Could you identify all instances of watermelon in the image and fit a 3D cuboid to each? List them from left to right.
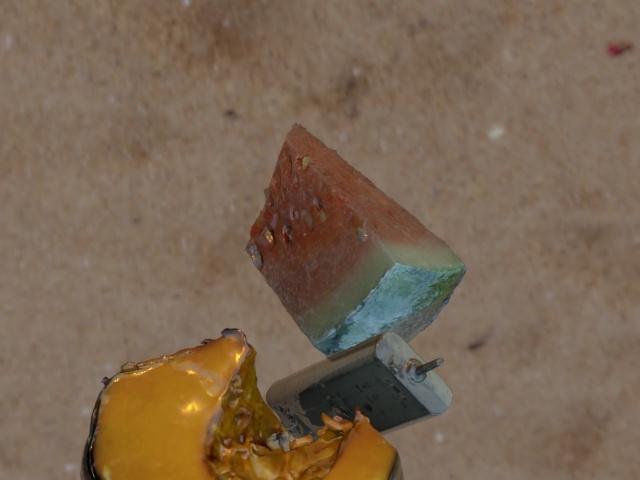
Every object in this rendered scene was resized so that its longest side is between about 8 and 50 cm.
[{"bbox_3d":[0.000,0.000,1.875,0.139,0.257,0.193,2,137,-47],"label":"watermelon"}]

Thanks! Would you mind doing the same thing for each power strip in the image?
[{"bbox_3d":[0.041,0.143,1.776,0.092,0.034,0.268,46,147,-10],"label":"power strip"}]

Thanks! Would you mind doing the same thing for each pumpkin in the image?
[{"bbox_3d":[-0.071,0.253,1.723,0.256,0.303,0.225,-41,142,-17],"label":"pumpkin"}]
